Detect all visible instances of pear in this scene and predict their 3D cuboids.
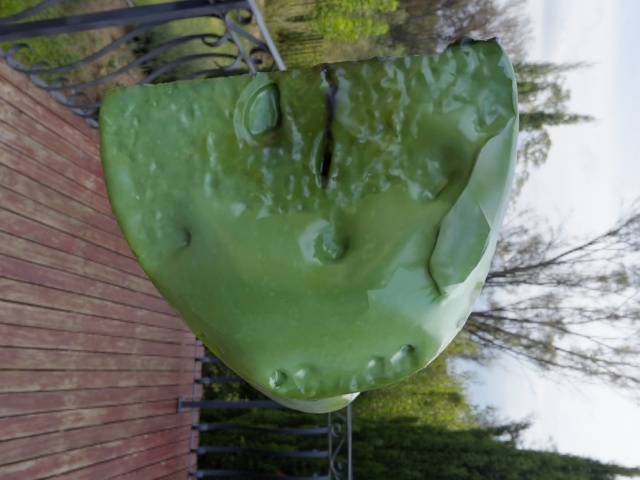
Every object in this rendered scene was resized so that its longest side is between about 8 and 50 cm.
[{"bbox_3d":[0.000,0.000,0.511,0.238,0.342,0.318,-11,97,-82],"label":"pear"}]
